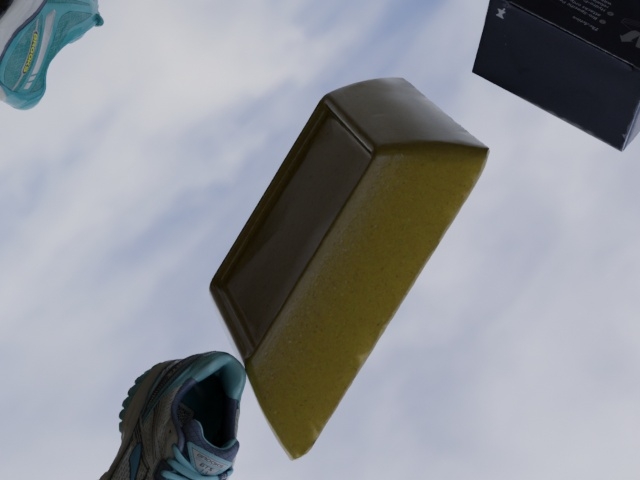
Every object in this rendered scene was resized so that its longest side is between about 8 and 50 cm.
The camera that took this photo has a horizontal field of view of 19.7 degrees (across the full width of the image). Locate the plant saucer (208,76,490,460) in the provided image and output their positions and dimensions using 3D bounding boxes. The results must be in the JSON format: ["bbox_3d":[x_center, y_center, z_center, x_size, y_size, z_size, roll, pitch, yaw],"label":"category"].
[{"bbox_3d":[0.000,0.000,1.757,0.333,0.081,0.333,-59,-162,8],"label":"plant saucer"}]

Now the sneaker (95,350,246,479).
[{"bbox_3d":[-0.135,0.212,1.610,0.122,0.110,0.283,-31,-142,44],"label":"sneaker"}]

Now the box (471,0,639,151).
[{"bbox_3d":[0.241,-0.182,1.606,0.158,0.156,0.093,-44,157,-41],"label":"box"}]

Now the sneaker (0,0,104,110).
[{"bbox_3d":[-0.244,-0.238,1.691,0.107,0.110,0.275,-1,-129,40],"label":"sneaker"}]
